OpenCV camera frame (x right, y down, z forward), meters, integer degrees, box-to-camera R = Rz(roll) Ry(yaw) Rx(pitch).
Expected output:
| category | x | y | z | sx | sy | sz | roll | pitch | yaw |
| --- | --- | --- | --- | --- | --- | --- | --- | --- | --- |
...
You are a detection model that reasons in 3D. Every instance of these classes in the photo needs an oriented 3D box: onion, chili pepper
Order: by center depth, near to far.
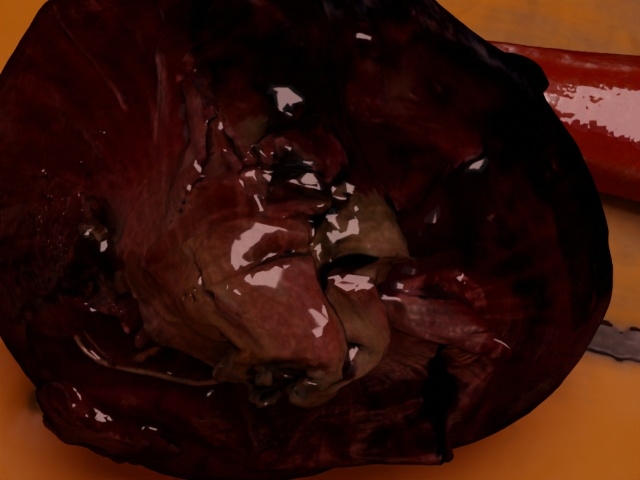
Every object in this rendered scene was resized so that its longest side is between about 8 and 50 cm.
| category | x | y | z | sx | sy | sz | roll | pitch | yaw |
| --- | --- | --- | --- | --- | --- | --- | --- | --- | --- |
| onion | -0.004 | -0.002 | 0.629 | 0.281 | 0.281 | 0.221 | 19 | 92 | 1 |
| chili pepper | 0.114 | -0.074 | 0.775 | 0.169 | 0.065 | 0.088 | 15 | 57 | 3 |
